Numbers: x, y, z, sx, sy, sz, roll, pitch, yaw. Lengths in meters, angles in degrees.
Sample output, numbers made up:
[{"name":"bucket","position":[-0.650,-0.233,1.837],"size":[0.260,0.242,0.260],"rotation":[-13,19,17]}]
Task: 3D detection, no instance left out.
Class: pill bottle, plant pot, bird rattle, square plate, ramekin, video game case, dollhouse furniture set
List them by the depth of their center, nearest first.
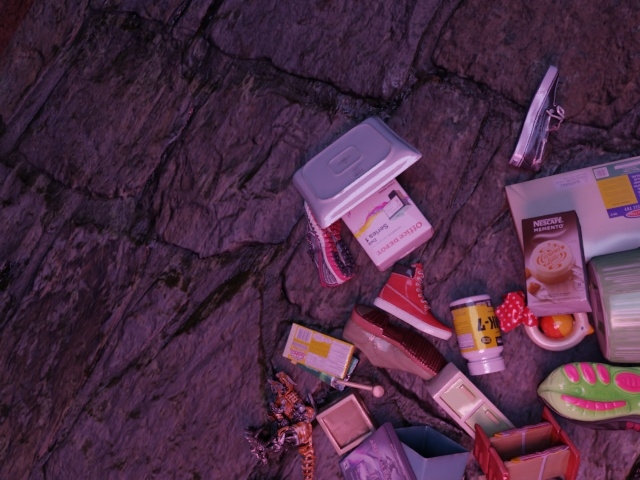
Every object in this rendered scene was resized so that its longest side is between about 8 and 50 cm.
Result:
[{"name":"ramekin","position":[0.779,0.167,1.388],"size":[0.148,0.303,0.304],"rotation":[-8,78,19]},{"name":"dollhouse furniture set","position":[0.503,0.627,1.400],"size":[0.201,0.152,0.374],"rotation":[-9,121,-9]},{"name":"plant pot","position":[0.262,0.643,1.457],"size":[0.165,0.165,0.234],"rotation":[14,96,56]},{"name":"video game case","position":[0.152,0.635,1.463],"size":[0.274,0.026,0.196],"rotation":[-58,44,40]},{"name":"bird rattle","position":[0.620,0.202,1.495],"size":[0.253,0.143,0.207],"rotation":[-30,76,8]},{"name":"pill bottle","position":[0.441,0.263,1.534],"size":[0.119,0.119,0.209],"rotation":[-14,77,10]},{"name":"square plate","position":[0.085,-0.226,1.642],"size":[0.347,0.049,0.344],"rotation":[-37,35,4]}]

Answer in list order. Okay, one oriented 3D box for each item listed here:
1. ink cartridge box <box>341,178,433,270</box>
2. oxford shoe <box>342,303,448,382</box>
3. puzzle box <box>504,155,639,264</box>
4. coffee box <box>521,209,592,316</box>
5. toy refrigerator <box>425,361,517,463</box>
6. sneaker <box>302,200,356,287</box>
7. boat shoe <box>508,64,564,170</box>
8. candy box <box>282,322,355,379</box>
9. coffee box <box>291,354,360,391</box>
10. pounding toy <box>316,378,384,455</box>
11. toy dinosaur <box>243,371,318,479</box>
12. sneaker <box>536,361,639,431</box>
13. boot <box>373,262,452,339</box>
[{"name":"ink cartridge box","position":[0.179,-0.078,1.658],"size":[0.201,0.117,0.278],"rotation":[-36,74,4]},{"name":"oxford shoe","position":[0.222,0.326,1.594],"size":[0.348,0.123,0.130],"rotation":[35,115,15]},{"name":"puzzle box","position":[0.757,-0.070,1.540],"size":[0.408,0.052,0.272],"rotation":[-12,68,11]},{"name":"coffee box","position":[0.606,0.061,1.418],"size":[0.141,0.098,0.247],"rotation":[-11,60,30]},{"name":"toy refrigerator","position":[0.416,0.462,1.466],"size":[0.102,0.094,0.269],"rotation":[-44,95,2]},{"name":"sneaker","position":[0.000,0.000,1.692],"size":[0.112,0.120,0.299],"rotation":[-35,63,36]},{"name":"boat shoe","position":[0.654,-0.355,1.607],"size":[0.104,0.113,0.306],"rotation":[20,87,9]},{"name":"candy box","position":[-0.007,0.325,1.617],"size":[0.205,0.027,0.105],"rotation":[16,87,26]},{"name":"coffee box","position":[0.014,0.362,1.652],"size":[0.184,0.040,0.113],"rotation":[28,88,17]},{"name":"pounding toy","position":[0.096,0.472,1.577],"size":[0.206,0.094,0.181],"rotation":[-33,84,5]},{"name":"toy dinosaur","position":[-0.099,0.555,1.595],"size":[0.218,0.164,0.322],"rotation":[-20,53,-8]},{"name":"sneaker","position":[0.787,0.407,1.405],"size":[0.482,0.202,0.185],"rotation":[14,72,-2]},{"name":"boot","position":[0.299,0.168,1.604],"size":[0.244,0.088,0.176],"rotation":[29,85,20]}]
